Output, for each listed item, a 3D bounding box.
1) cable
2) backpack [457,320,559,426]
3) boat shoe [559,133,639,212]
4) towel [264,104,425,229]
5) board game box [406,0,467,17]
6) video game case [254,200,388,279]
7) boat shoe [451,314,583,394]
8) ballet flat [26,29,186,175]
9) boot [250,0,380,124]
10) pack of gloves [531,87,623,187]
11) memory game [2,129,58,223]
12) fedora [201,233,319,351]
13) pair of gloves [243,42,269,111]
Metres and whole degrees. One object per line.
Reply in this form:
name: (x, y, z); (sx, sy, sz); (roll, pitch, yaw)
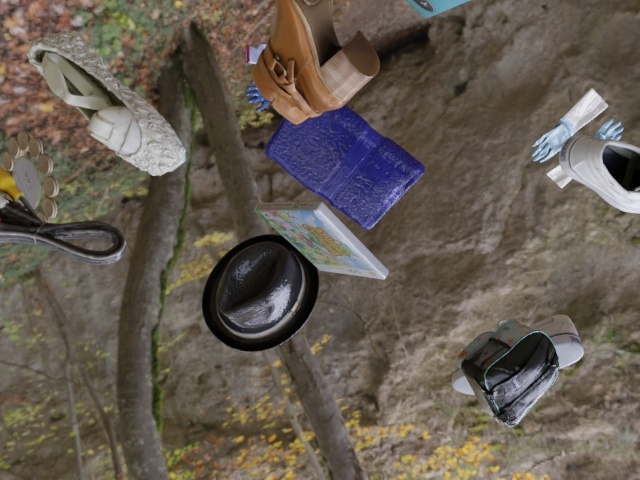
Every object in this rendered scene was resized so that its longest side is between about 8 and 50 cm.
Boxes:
cable: (-0.443, -0.029, 0.789); (0.287, 0.072, 0.139); (23, -132, 2)
backpack: (0.397, 0.264, 1.112); (0.188, 0.166, 0.144); (-35, -163, -9)
boat shoe: (0.502, -0.099, 0.855); (0.258, 0.095, 0.084); (12, -174, -24)
towel: (0.049, -0.181, 1.150); (0.228, 0.308, 0.076); (-48, -171, 44)
board game box: (0.112, -0.406, 0.654); (0.079, 0.253, 0.336); (-53, -165, 8)
video game case: (0.000, 0.000, 1.003); (0.193, 0.212, 0.023); (4, -123, 50)
boat shoe: (0.513, 0.293, 1.440); (0.367, 0.135, 0.157); (-38, -152, 35)
ballet flat: (-0.469, -0.281, 1.128); (0.147, 0.409, 0.147); (-45, 174, -6)
boot: (-0.039, -0.228, 0.592); (0.073, 0.197, 0.152); (-41, -166, -34)
pack of gloves: (0.709, -0.266, 1.452); (0.232, 0.195, 0.046); (-46, -150, 22)
memory game: (-0.524, -0.102, 0.954); (0.186, 0.186, 0.012); (-5, -174, 36)
fedora: (-0.166, 0.114, 1.370); (0.333, 0.334, 0.152); (-14, 157, -1)
pair of gloves: (-0.171, -0.480, 1.557); (0.023, 0.198, 0.159); (9, -165, 30)
